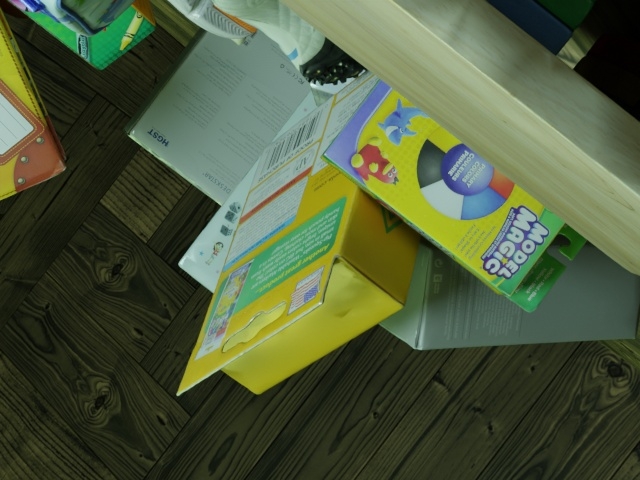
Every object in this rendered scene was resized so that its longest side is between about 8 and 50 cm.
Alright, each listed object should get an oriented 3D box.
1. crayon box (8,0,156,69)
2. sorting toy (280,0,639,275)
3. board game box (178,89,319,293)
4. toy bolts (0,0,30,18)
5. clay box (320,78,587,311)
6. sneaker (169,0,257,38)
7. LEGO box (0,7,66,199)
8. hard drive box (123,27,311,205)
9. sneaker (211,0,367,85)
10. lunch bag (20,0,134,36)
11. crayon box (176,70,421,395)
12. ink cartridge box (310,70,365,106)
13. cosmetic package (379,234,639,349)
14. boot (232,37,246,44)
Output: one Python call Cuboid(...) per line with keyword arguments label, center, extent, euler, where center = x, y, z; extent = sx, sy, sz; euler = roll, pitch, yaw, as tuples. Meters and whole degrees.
Cuboid(label="crayon box", center=(-0.270, -0.324, 1.463), extent=(0.165, 0.081, 0.278), euler=(38, -155, -47))
Cuboid(label="sorting toy", center=(0.108, -0.086, 0.688), extent=(0.257, 0.089, 0.255), euler=(37, -179, -5))
Cuboid(label="board game box", center=(-0.032, -0.066, 1.709), extent=(0.097, 0.303, 0.224), euler=(38, 180, 0))
Cuboid(label="toy bolts", center=(-0.367, -0.390, 1.755), extent=(0.228, 0.218, 0.158), euler=(45, 164, -22))
Cuboid(label="clay box", center=(0.126, -0.052, 1.190), extent=(0.222, 0.127, 0.053), euler=(37, 178, -2))
Cuboid(label="sneaker", center=(-0.185, -0.293, 1.282), extent=(0.180, 0.125, 0.321), euler=(36, 180, 42))
Cuboid(label="LEGO box", center=(-0.471, -0.314, 1.485), extent=(0.372, 0.193, 0.500), euler=(53, 165, 51))
Cuboid(label="hard drive box", center=(-0.125, -0.185, 1.961), extent=(0.181, 0.232, 0.089), euler=(38, 180, -15))
Cuboid(label="sneaker", center=(-0.025, -0.207, 1.255), extent=(0.237, 0.085, 0.086), euler=(31, -149, -52))
Cuboid(label="lunch bag", center=(-0.158, -0.238, 1.056), extent=(0.090, 0.176, 0.219), euler=(37, -179, 0))
Cuboid(label="crayon box", center=(0.000, 0.000, 1.305), extent=(0.083, 0.203, 0.323), euler=(38, -137, -21))
Cuboid(label="ink cartridge box", center=(0.105, -0.133, 1.499), extent=(0.232, 0.066, 0.189), euler=(17, 179, 2))
Cuboid(label="cosmetic package", center=(0.173, 0.035, 1.359), extent=(0.238, 0.107, 0.127), euler=(3, -168, -23))
Cuboid(label="boot", center=(-0.117, -0.269, 1.479), extent=(0.158, 0.085, 0.059), euler=(39, -178, 4))
